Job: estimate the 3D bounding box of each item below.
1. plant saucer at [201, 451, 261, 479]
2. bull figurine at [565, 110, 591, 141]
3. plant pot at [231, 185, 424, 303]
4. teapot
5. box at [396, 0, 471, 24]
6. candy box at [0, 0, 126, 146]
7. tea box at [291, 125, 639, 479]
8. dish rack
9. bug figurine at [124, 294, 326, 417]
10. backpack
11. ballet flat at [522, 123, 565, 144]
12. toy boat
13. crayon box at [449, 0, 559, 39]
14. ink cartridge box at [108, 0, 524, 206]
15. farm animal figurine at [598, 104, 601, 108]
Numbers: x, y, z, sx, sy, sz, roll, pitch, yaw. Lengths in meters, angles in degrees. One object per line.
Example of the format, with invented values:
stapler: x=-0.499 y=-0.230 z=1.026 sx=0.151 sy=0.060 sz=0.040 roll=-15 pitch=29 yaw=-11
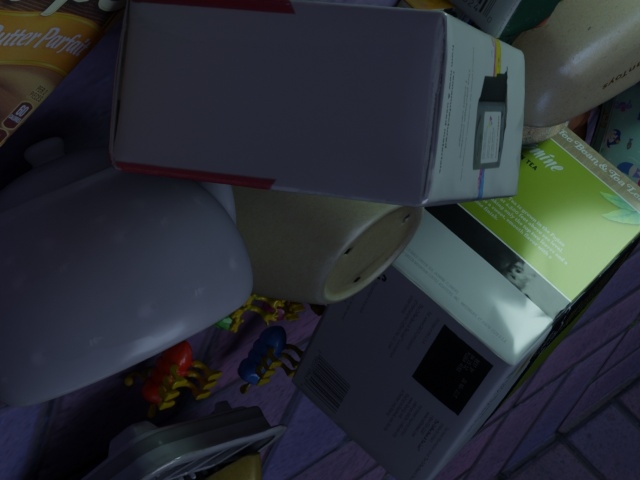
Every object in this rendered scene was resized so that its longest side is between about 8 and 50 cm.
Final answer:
plant saucer: x=-0.201 y=0.406 z=1.850 sx=0.333 sy=0.081 sz=0.332 roll=-29 pitch=165 yaw=-10
bull figurine: x=0.293 y=-0.119 z=1.910 sx=0.188 sy=0.101 sz=0.310 roll=-60 pitch=161 yaw=-24
plant pot: x=-0.013 y=-0.051 z=1.361 sx=0.284 sy=0.191 sz=0.284 roll=-38 pitch=159 yaw=-17
teapot: x=-0.193 y=0.009 z=1.165 sx=0.253 sy=0.187 sz=0.256 roll=-23 pitch=-175 yaw=21
box: x=0.109 y=-0.217 z=1.506 sx=0.136 sy=0.028 sz=0.081 roll=-19 pitch=148 yaw=-54
candy box: x=-0.208 y=-0.169 z=0.911 sx=0.316 sy=0.087 sz=0.183 roll=-45 pitch=161 yaw=4
tea box: x=0.178 y=0.066 z=1.707 sx=0.323 sy=0.220 sz=0.329 roll=-39 pitch=164 yaw=-35
dish rack: x=-0.225 y=0.294 z=1.720 sx=0.333 sy=0.072 sz=0.285 roll=-40 pitch=164 yaw=26
bug figurine: x=-0.093 y=0.109 z=1.685 sx=0.216 sy=0.072 sz=0.279 roll=-55 pitch=156 yaw=21
backpack: x=0.472 y=-0.096 z=1.868 sx=0.191 sy=0.254 sz=0.225 roll=19 pitch=88 yaw=-73
ballet flat: x=0.187 y=-0.160 z=1.546 sx=0.316 sy=0.107 sz=0.106 roll=-13 pitch=151 yaw=-46
toy boat: x=0.275 y=-0.258 z=1.384 sx=0.267 sy=0.148 sz=0.318 roll=-30 pitch=158 yaw=-19
crayon box: x=0.158 y=-0.341 z=1.108 sx=0.081 sy=0.202 sz=0.318 roll=-22 pitch=151 yaw=-47
ink cartridge box: x=0.013 y=-0.098 z=1.062 sx=0.306 sy=0.226 sz=0.131 roll=-12 pitch=107 yaw=-73
farm animal figurine: x=0.585 y=-0.211 z=2.078 sx=0.330 sy=0.172 sz=0.326 roll=-19 pitch=151 yaw=-12
